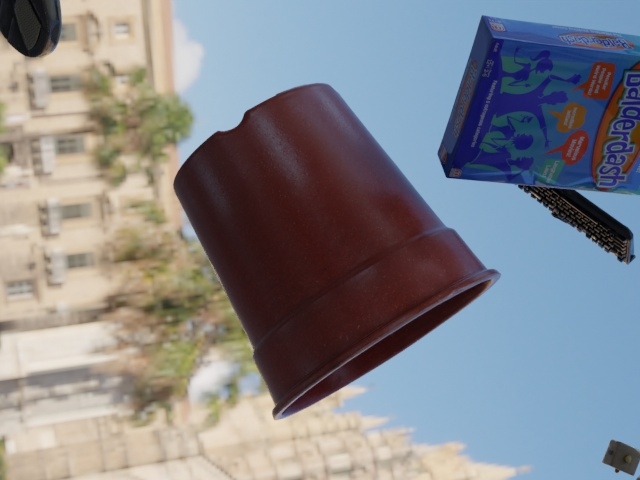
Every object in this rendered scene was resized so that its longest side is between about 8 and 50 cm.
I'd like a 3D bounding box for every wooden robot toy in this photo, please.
[{"bbox_3d":[0.372,0.245,1.273,0.079,0.173,0.076,162,-65,-81],"label":"wooden robot toy"}]

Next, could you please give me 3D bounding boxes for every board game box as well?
[{"bbox_3d":[0.236,-0.126,1.173,0.047,0.210,0.160,-103,-159,-50],"label":"board game box"}]

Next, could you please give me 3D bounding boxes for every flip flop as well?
[{"bbox_3d":[-0.261,-0.294,1.107,0.112,0.080,0.277,-46,-129,47],"label":"flip flop"}]

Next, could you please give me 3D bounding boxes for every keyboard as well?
[{"bbox_3d":[0.296,-0.034,1.443,0.180,0.023,0.108,41,-7,26],"label":"keyboard"}]

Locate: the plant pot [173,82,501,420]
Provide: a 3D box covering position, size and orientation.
[{"bbox_3d":[0.000,0.000,1.252,0.265,0.272,0.272,58,-22,10],"label":"plant pot"}]
